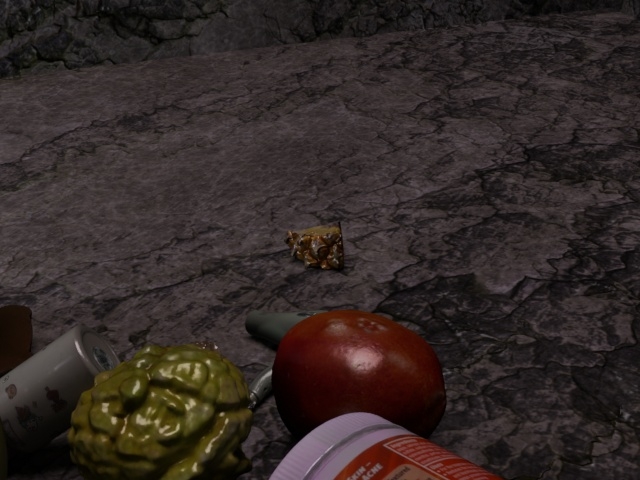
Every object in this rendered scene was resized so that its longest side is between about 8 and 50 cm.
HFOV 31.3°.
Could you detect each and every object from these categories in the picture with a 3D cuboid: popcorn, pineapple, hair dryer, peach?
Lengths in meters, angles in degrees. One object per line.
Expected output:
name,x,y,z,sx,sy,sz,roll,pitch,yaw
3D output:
popcorn,-0.186,0.243,1.441,0.259,0.259,0.212,-16,57,-28
pineapple,0.000,0.000,2.098,0.137,0.069,0.116,15,31,36
hair dryer,-0.071,0.169,1.763,0.225,0.088,0.219,-29,26,-18
peach,0.057,0.196,1.522,0.243,0.199,0.243,9,14,-2

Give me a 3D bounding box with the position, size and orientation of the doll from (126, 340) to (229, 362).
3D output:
doll,-0.231,0.212,1.616,0.221,0.105,0.115,-15,-7,-13

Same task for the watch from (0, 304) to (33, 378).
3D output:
watch,-0.611,0.063,1.703,0.335,0.327,0.314,-6,26,-10

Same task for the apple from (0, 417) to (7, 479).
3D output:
apple,-0.540,0.252,1.309,0.357,0.357,0.357,-2,25,1

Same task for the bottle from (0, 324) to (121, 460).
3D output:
bottle,-0.381,0.218,1.532,0.233,0.110,0.110,-35,24,10

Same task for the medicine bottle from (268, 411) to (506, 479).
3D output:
medicine bottle,0.088,0.333,1.160,0.252,0.252,0.241,-24,32,-38
